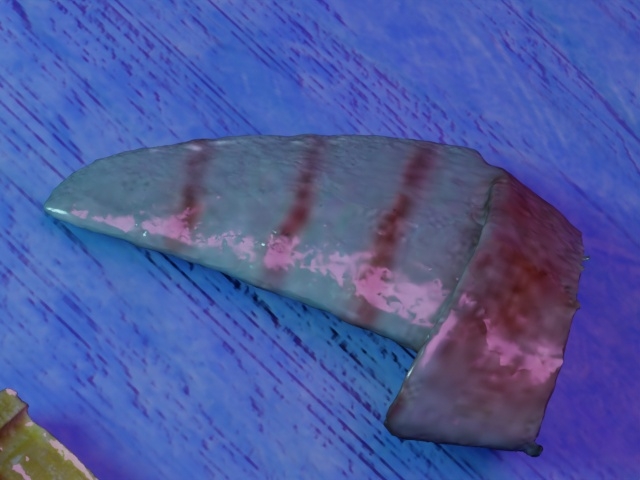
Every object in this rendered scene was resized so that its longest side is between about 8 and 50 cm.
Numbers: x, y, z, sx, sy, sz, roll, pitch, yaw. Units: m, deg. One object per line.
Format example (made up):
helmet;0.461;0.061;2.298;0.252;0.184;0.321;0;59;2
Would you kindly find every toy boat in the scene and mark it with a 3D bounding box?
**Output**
toy boat;0.000;0.000;0.890;0.282;0.096;0.206;18;49;0

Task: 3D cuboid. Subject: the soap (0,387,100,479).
soap;-0.192;0.174;0.715;0.092;0.037;0.252;44;53;3
